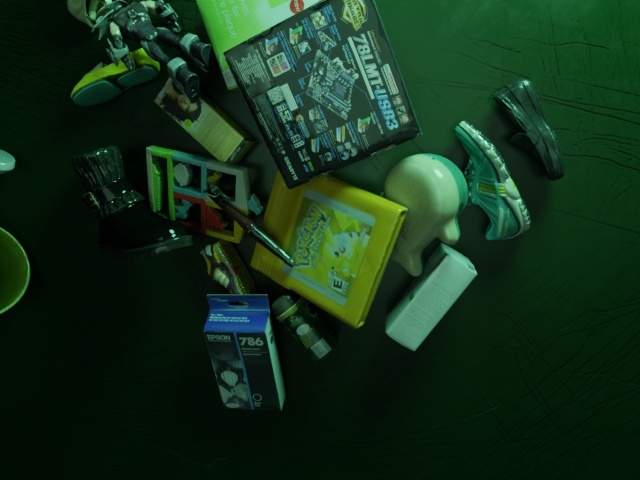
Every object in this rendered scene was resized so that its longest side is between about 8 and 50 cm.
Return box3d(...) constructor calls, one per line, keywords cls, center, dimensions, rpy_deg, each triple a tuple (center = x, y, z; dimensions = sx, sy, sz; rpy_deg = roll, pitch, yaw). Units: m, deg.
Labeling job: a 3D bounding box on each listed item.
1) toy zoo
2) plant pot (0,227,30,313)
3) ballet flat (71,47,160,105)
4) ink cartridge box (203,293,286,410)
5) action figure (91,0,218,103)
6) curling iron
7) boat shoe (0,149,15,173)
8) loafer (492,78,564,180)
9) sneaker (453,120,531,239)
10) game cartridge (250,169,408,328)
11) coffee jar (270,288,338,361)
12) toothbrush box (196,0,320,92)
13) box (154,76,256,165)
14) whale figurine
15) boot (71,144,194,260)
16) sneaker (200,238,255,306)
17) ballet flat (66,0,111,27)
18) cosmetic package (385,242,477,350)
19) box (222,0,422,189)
box3d(cls="toy zoo", center=(-0.279, -0.105, 1.007), dimensions=(0.294, 0.030, 0.192), rpy_deg=(16, 120, 10))
box3d(cls="plant pot", center=(-0.997, 0.118, 1.122), dimensions=(0.294, 0.275, 0.274), rpy_deg=(-24, 98, 30))
box3d(cls="ballet flat", center=(-0.488, -0.393, 0.995), dimensions=(0.231, 0.077, 0.077), rpy_deg=(-18, 78, 11))
box3d(cls="ink cartridge box", center=(-0.194, 0.292, 1.069), dimensions=(0.166, 0.065, 0.332), rpy_deg=(-2, 114, 11))
box3d(cls="action figure", center=(-0.361, -0.432, 0.909), dimensions=(0.285, 0.099, 0.185), rpy_deg=(39, 82, 10))
box3d(cls="curling iron", center=(-0.164, -0.032, 0.950), dimensions=(0.274, 0.068, 0.035), rpy_deg=(44, 84, -3))
box3d(cls="boat shoe", center=(-0.916, -0.209, 1.105), dimensions=(0.258, 0.095, 0.084), rpy_deg=(20, 110, 16))
box3d(cls="loafer", center=(0.432, -0.221, 0.868), dimensions=(0.078, 0.076, 0.223), rpy_deg=(-26, 93, 20))
box3d(cls="sneaker", center=(0.348, -0.123, 0.892), dimensions=(0.110, 0.107, 0.275), rpy_deg=(-25, 98, 24))
box3d(cls="game cartridge", center=(0.000, 0.000, 0.944), dimensions=(0.324, 0.053, 0.285), rpy_deg=(26, 108, 26))
box3d(cls="coffee jar", center=(-0.041, 0.203, 1.038), dimensions=(0.079, 0.096, 0.184), rpy_deg=(-38, 93, 13))
box3d(cls="toothbrush box", center=(-0.085, -0.457, 0.876), dimensions=(0.284, 0.122, 0.206), rpy_deg=(-16, 101, 12))
box3d(cls="box", center=(-0.270, -0.279, 0.983), dimensions=(0.232, 0.058, 0.087), rpy_deg=(41, 107, -2))
box3d(cls="whale figurine", center=(0.225, -0.057, 0.918), dimensions=(0.216, 0.141, 0.271), rpy_deg=(36, 134, 40))
box3d(cls="boot", center=(-0.447, -0.092, 0.973), dimensions=(0.348, 0.131, 0.259), rpy_deg=(2, 106, 36))
box3d(cls="sneaker", center=(-0.235, 0.089, 1.067), dimensions=(0.084, 0.069, 0.185), rpy_deg=(-19, 99, 30))
box3d(cls="ballet flat", center=(-0.478, -0.566, 0.911), dimensions=(0.086, 0.086, 0.248), rpy_deg=(52, 133, -4))
box3d(cls="cosmetic package", center=(0.246, 0.127, 0.958), dimensions=(0.086, 0.117, 0.231), rpy_deg=(32, 106, 1))
box3d(cls="box", center=(0.009, -0.288, 0.818), dimensions=(0.294, 0.073, 0.295), rpy_deg=(-21, 108, 14))
